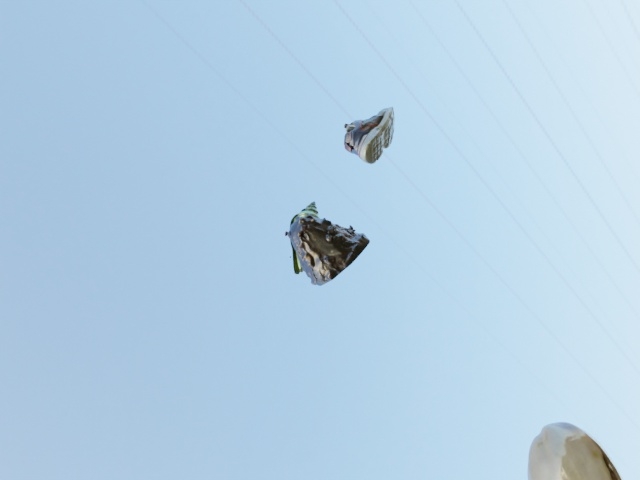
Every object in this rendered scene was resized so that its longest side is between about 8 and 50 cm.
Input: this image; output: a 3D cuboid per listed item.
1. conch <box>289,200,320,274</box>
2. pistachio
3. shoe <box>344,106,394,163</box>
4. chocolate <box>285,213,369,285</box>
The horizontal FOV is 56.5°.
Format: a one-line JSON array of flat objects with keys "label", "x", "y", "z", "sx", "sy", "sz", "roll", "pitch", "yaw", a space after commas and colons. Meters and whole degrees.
[{"label": "conch", "x": -0.039, "y": -0.017, "z": 1.569, "sx": 0.080, "sy": 0.095, "sz": 0.200, "roll": 13, "pitch": -122, "yaw": -26}, {"label": "pistachio", "x": 0.376, "y": 0.368, "z": 0.854, "sx": 0.144, "sy": 0.144, "sz": 0.215, "roll": 22, "pitch": -142, "yaw": -39}, {"label": "shoe", "x": 0.132, "y": -0.303, "z": 1.688, "sx": 0.227, "sy": 0.126, "sz": 0.099, "roll": -55, "pitch": -33, "yaw": -41}, {"label": "chocolate", "x": 0.000, "y": 0.000, "z": 1.197, "sx": 0.133, "sy": 0.156, "sz": 0.156, "roll": 48, "pitch": -120, "yaw": -11}]
